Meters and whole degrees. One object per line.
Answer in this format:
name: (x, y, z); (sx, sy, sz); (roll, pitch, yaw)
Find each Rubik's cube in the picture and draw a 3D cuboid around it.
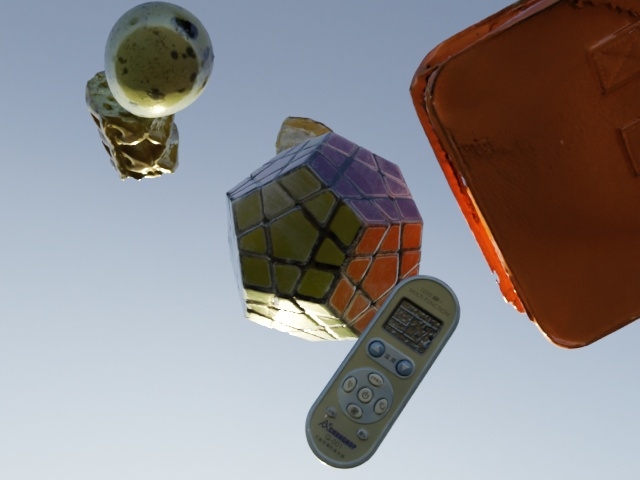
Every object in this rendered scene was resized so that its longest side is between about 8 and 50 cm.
Rubik's cube: (0.000, 0.000, 0.998); (0.264, 0.319, 0.319); (-7, -43, -11)

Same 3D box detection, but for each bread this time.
bread: (-0.466, -0.288, 1.680); (0.239, 0.196, 0.252); (2, -34, 7)

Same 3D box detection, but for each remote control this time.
remote control: (0.072, 0.145, 0.750); (0.087, 0.244, 0.047); (33, -16, 17)

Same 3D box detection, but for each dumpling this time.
dumpling: (-0.015, -0.168, 1.532); (0.173, 0.142, 0.247); (-2, -68, 12)

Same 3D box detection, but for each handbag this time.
handbag: (0.317, -0.097, 0.815); (0.303, 0.116, 0.410); (-28, -74, 5)

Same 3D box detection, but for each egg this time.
egg: (-0.280, -0.300, 1.135); (0.177, 0.177, 0.228); (26, -35, -23)
